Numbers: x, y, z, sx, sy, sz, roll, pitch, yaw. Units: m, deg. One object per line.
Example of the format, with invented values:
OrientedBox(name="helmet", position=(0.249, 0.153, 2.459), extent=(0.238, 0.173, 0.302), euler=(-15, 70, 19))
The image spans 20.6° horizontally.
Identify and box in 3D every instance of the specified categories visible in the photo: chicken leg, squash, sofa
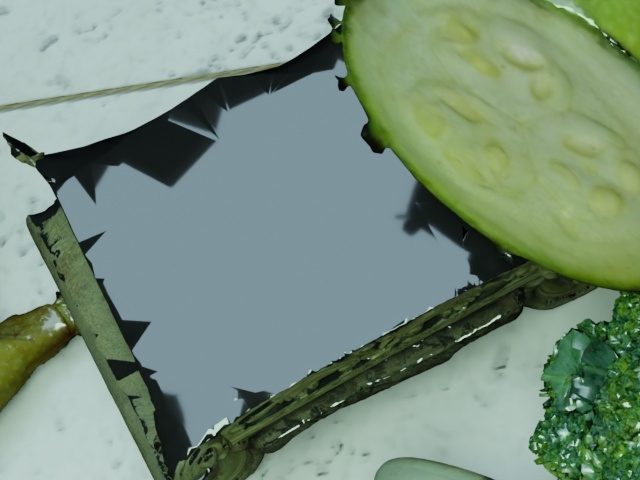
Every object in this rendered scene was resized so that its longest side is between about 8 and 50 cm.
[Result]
OrientedBox(name="chicken leg", position=(-0.192, 0.067, 0.936), extent=(0.178, 0.070, 0.093), euler=(-31, 45, -11))
OrientedBox(name="squash", position=(0.147, -0.121, 0.722), extent=(0.189, 0.189, 0.260), euler=(24, 60, 33))
OrientedBox(name="sofa", position=(0.000, 0.000, 0.871), extent=(0.258, 0.182, 0.200), euler=(-30, 69, 0))

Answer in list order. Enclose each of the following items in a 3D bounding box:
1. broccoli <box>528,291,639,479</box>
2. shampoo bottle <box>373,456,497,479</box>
OrientedBox(name="broccoli", position=(0.179, 0.091, 0.705), extent=(0.195, 0.156, 0.195), euler=(0, 75, 1))
OrientedBox(name="shampoo bottle", position=(0.030, 0.214, 0.727), extent=(0.118, 0.087, 0.234), euler=(19, 65, 21))
